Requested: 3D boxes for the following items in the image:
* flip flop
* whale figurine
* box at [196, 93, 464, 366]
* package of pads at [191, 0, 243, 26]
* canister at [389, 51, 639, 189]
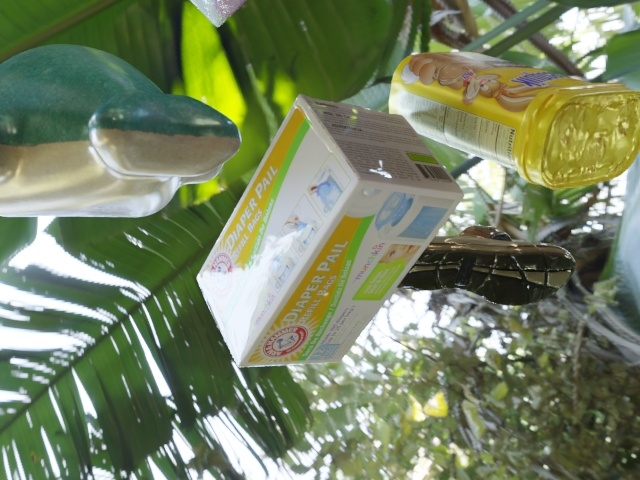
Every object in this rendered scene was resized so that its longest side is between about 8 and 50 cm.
[{"bbox_3d":[0.197,0.020,1.058,0.277,0.080,0.112,5,-43,-7],"label":"flip flop"},{"bbox_3d":[-0.170,-0.091,0.629,0.216,0.272,0.141,0,-92,-35],"label":"whale figurine"},{"bbox_3d":[0.000,0.000,0.666,0.114,0.103,0.203,4,-49,-39],"label":"box"},{"bbox_3d":[-0.075,-0.372,0.949,0.229,0.296,0.101,-44,-80,3],"label":"package of pads"},{"bbox_3d":[0.154,-0.105,0.664,0.126,0.170,0.073,-11,-62,-36],"label":"canister"}]
